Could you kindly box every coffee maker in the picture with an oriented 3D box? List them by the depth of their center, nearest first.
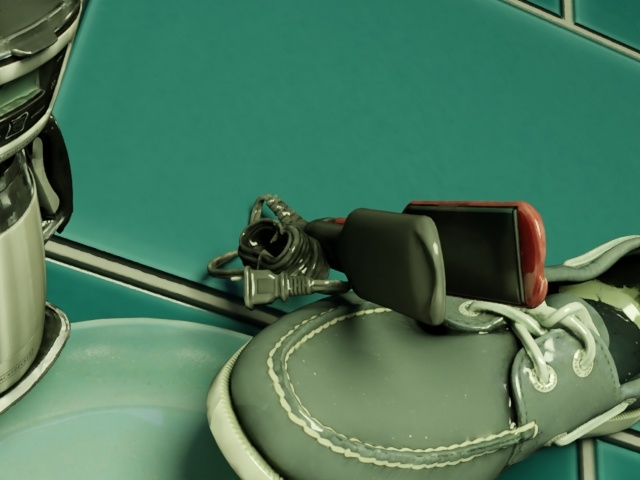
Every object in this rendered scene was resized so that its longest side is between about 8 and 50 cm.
[{"bbox_3d":[-0.171,-0.034,0.385,0.171,0.178,0.120,13,40,-2],"label":"coffee maker"}]

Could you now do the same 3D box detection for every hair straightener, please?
[{"bbox_3d":[0.000,0.000,0.481,0.089,0.230,0.047,-9,101,-22],"label":"hair straightener"}]

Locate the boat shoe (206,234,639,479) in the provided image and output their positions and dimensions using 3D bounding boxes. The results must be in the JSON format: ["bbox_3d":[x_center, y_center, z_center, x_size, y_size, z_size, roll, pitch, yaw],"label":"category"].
[{"bbox_3d":[0.087,0.045,0.509,0.319,0.099,0.116,-3,50,-45],"label":"boat shoe"}]

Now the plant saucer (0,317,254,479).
[{"bbox_3d":[-0.055,0.178,0.420,0.318,0.043,0.317,14,53,-20],"label":"plant saucer"}]
